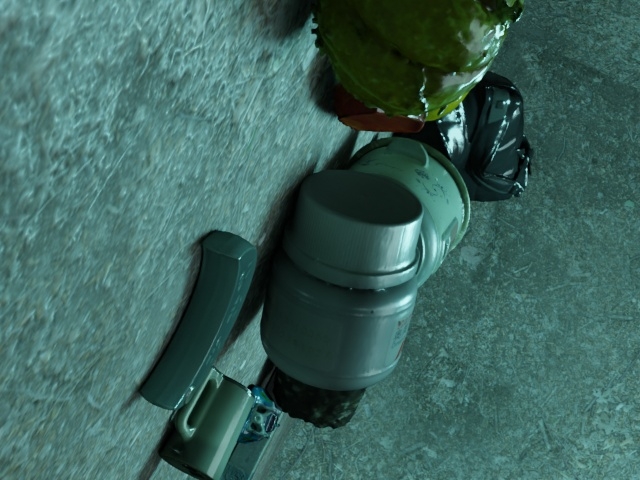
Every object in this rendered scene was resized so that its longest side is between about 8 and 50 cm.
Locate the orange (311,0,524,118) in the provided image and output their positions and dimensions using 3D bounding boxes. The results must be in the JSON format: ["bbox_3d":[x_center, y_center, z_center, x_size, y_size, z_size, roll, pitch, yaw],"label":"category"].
[{"bbox_3d":[0.115,-0.291,1.067,0.300,0.223,0.301,-56,-176,47],"label":"orange"}]

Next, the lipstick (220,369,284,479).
[{"bbox_3d":[-0.141,0.449,2.327,0.318,0.066,0.068,-63,171,-11],"label":"lipstick"}]

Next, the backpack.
[{"bbox_3d":[0.343,-0.254,2.403,0.446,0.363,0.255,80,11,-57],"label":"backpack"}]

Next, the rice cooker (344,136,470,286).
[{"bbox_3d":[0.133,-0.042,1.838,0.316,0.264,0.317,17,90,-74],"label":"rice cooker"}]

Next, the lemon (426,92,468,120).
[{"bbox_3d":[0.191,-0.310,1.688,0.207,0.170,0.170,-65,172,14],"label":"lemon"}]

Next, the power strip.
[{"bbox_3d":[-0.145,0.103,1.210,0.253,0.054,0.167,-67,171,14],"label":"power strip"}]

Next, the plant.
[{"bbox_3d":[0.021,0.244,2.178,0.213,0.215,0.312,-72,177,-64],"label":"plant"}]

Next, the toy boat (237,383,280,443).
[{"bbox_3d":[-0.131,0.396,2.148,0.299,0.092,0.134,73,40,-78],"label":"toy boat"}]

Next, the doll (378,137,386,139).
[{"bbox_3d":[0.136,-0.170,2.125,0.152,0.085,0.114,-39,136,-49],"label":"doll"}]

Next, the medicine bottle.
[{"bbox_3d":[0.038,0.062,1.603,0.245,0.245,0.306,-51,156,-60],"label":"medicine bottle"}]

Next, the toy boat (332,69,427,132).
[{"bbox_3d":[0.094,-0.236,1.435,0.332,0.145,0.133,-16,108,-82],"label":"toy boat"}]

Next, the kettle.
[{"bbox_3d":[-0.177,0.277,1.490,0.098,0.126,0.148,-13,-134,57],"label":"kettle"}]
